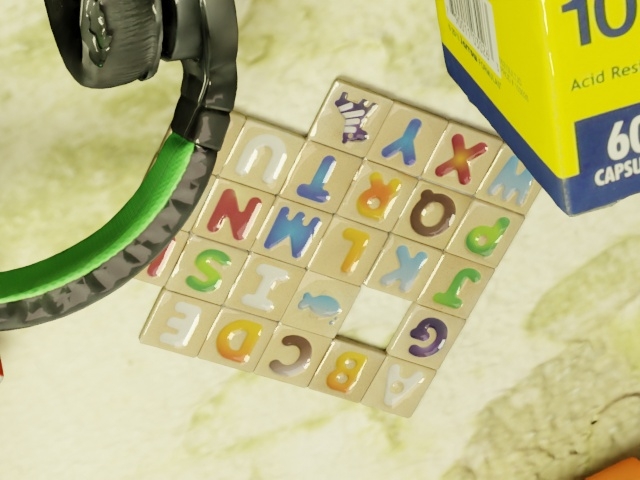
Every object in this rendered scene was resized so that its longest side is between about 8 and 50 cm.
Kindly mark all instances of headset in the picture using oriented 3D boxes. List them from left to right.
[{"bbox_3d":[-0.142,-0.145,0.780,0.243,0.185,0.394,7,99,-21],"label":"headset"}]

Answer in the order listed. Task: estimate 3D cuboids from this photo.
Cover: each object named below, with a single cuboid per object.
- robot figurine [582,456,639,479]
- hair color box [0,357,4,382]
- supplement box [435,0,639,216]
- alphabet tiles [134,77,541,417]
[{"bbox_3d":[0.209,0.217,1.124,0.219,0.128,0.158,-27,122,-1],"label":"robot figurine"},{"bbox_3d":[-0.250,0.111,0.975,0.072,0.043,0.141,27,107,-28],"label":"hair color box"},{"bbox_3d":[0.156,-0.226,0.819,0.194,0.195,0.357,-17,121,-7],"label":"supplement box"},{"bbox_3d":[0.000,0.000,1.010,0.237,0.009,0.198,18,112,-25],"label":"alphabet tiles"}]
